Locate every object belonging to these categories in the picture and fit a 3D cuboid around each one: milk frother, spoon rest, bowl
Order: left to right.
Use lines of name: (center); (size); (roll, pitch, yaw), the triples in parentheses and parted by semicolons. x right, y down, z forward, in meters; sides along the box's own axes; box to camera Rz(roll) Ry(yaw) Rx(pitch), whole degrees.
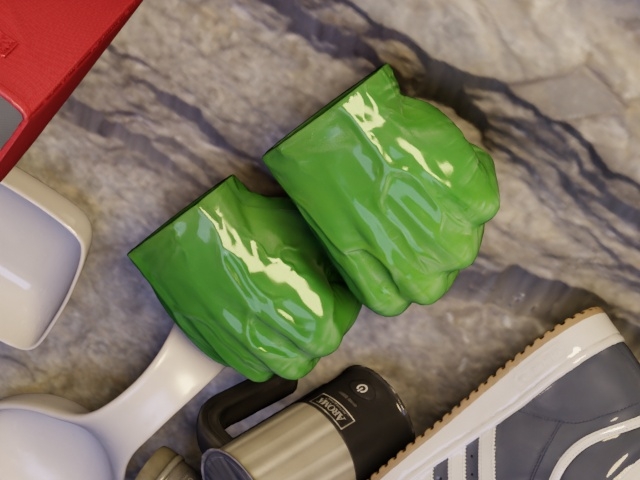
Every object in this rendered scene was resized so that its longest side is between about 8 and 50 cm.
bowl: (-0.239, -0.003, 1.149); (0.142, 0.053, 0.142); (31, 129, -2)
spoon rest: (-0.179, 0.148, 1.212); (0.137, 0.084, 0.276); (44, 126, -11)
milk frother: (-0.016, 0.175, 1.134); (0.129, 0.135, 0.143); (24, 132, 48)

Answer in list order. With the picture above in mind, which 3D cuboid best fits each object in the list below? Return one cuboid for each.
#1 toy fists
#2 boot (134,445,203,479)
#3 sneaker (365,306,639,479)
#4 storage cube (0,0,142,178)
toy fists: (0.000, 0.000, 1.036); (0.279, 0.096, 0.142); (-32, 97, 36)
boot: (-0.055, 0.263, 1.201); (0.208, 0.076, 0.189); (31, 154, 11)
sneaker: (0.129, 0.189, 1.057); (0.282, 0.099, 0.153); (-45, 70, 25)
storage cube: (-0.256, -0.123, 0.983); (0.184, 0.193, 0.215); (39, 129, -8)
